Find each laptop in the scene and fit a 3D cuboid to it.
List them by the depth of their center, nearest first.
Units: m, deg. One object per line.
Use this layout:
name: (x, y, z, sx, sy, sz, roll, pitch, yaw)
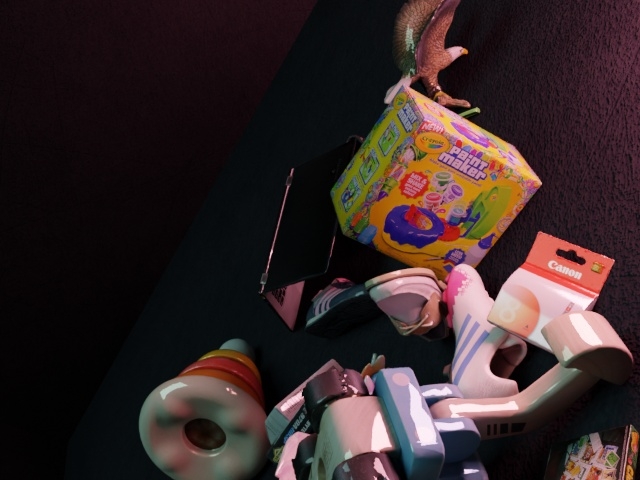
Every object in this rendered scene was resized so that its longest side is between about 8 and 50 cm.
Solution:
laptop: (0.000, 0.000, 2.206, 0.236, 0.408, 0.382, 3, 62, 20)

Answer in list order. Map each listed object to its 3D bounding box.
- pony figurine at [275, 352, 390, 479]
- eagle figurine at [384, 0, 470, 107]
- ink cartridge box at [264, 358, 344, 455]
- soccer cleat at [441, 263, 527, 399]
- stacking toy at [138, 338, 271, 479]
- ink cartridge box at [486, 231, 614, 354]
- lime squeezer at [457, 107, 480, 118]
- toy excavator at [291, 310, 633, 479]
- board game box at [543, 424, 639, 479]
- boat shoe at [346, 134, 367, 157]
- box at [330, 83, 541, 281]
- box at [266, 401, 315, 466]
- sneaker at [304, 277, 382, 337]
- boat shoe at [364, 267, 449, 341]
pony figurine: (0.052, 0.435, 1.580, 0.351, 0.302, 0.364, -81, 11, -52)
eagle figurine: (0.267, -0.472, 2.026, 0.226, 0.299, 0.225, -1, 18, 31)
ink cartridge box: (-0.053, 0.380, 1.892, 0.189, 0.066, 0.232, -36, -9, -34)
soccer cleat: (0.299, 0.168, 1.486, 0.143, 0.116, 0.331, -20, 40, 26)
stacking toy: (-0.268, 0.409, 2.299, 0.351, 0.350, 0.480, -54, 8, 26)
ink cartridge box: (0.377, 0.085, 1.369, 0.145, 0.045, 0.179, 26, 92, 37)
lime squeezer: (0.258, -0.226, 2.006, 0.310, 0.058, 0.110, -52, 26, 27)
toy excavator: (0.208, 0.294, 1.281, 0.222, 0.444, 0.433, -112, 26, -49)
board game box: (0.348, 0.365, 1.112, 0.136, 0.030, 0.260, -26, 22, 40)
boat shoe: (0.119, -0.168, 2.177, 0.127, 0.113, 0.340, -47, 29, 37)
box: (0.221, -0.105, 1.661, 0.279, 0.289, 0.177, -56, 24, 23)
box: (-0.004, 0.386, 1.797, 0.175, 0.051, 0.220, -56, -19, 21)
sneaker: (0.060, 0.134, 2.007, 0.319, 0.112, 0.131, -32, 42, 52)
boat shoe: (0.182, 0.124, 1.564, 0.113, 0.302, 0.103, -20, 70, 25)
